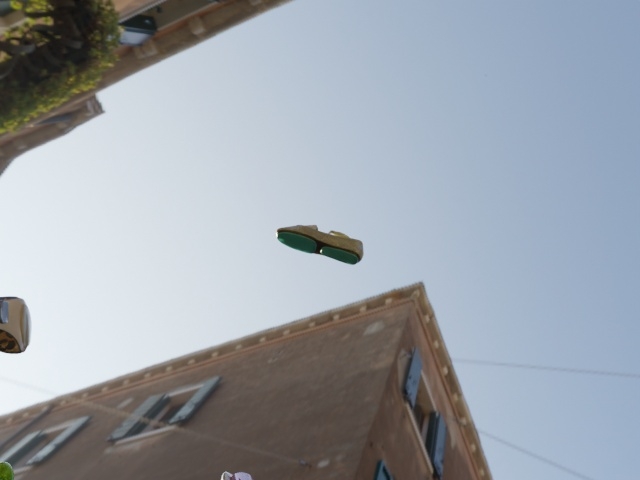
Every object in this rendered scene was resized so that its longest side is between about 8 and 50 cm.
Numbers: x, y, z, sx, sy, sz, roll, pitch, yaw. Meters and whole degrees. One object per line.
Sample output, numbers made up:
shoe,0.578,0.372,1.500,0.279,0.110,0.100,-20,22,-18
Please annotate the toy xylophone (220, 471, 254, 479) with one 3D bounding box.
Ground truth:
toy xylophone,-0.103,0.342,0.571,0.081,0.236,0.323,24,-94,-17

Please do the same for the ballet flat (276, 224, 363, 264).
ballet flat,0.000,0.000,1.330,0.168,0.052,0.057,19,-37,-5

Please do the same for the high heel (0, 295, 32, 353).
high heel,-0.596,0.141,1.198,0.186,0.261,0.093,-1,-108,-9

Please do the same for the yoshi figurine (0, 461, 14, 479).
yoshi figurine,-0.702,0.608,1.392,0.203,0.203,0.362,31,-75,42
